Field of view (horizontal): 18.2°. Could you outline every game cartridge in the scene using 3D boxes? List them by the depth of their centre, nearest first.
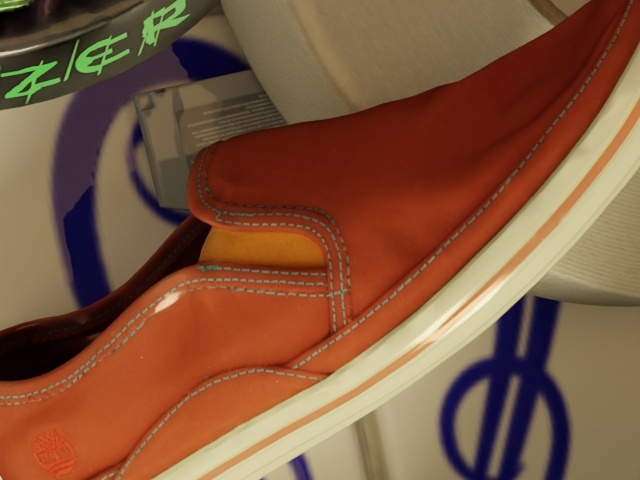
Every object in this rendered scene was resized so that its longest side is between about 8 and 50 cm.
[{"bbox_3d":[-0.032,-0.042,0.821,0.083,0.017,0.056,-14,89,-19],"label":"game cartridge"}]

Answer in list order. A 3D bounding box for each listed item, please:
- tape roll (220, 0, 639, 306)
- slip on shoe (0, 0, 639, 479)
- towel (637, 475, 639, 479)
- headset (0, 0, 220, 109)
[{"bbox_3d":[0.137,-0.166,0.846,0.392,0.072,0.392,1,87,-21],"label":"tape roll"},{"bbox_3d":[0.000,0.000,0.716,0.331,0.123,0.101,-35,100,20],"label":"slip on shoe"},{"bbox_3d":[0.135,0.242,0.763,0.248,0.038,0.325,33,101,-20],"label":"towel"},{"bbox_3d":[-0.148,-0.241,0.686,0.243,0.185,0.394,-15,70,-8],"label":"headset"}]
